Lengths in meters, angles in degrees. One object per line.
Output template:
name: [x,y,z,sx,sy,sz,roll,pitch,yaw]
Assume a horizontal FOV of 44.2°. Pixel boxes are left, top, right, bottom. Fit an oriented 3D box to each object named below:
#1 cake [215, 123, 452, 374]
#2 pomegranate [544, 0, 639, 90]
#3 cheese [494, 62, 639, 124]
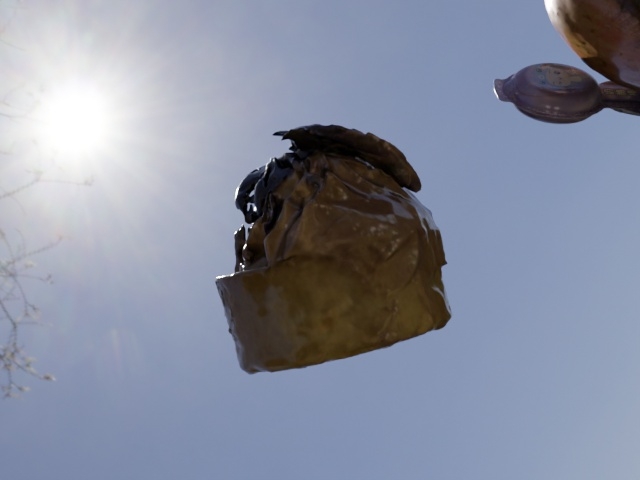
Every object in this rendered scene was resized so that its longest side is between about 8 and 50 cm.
cake: [0.002,0.000,1.109,0.332,0.332,0.321,-11,-91,-50]
pomegranate: [0.384,-0.305,0.791,0.322,0.322,0.322,-31,-47,-40]
cheese: [0.293,-0.166,0.895,0.105,0.191,0.042,-87,1,-47]
